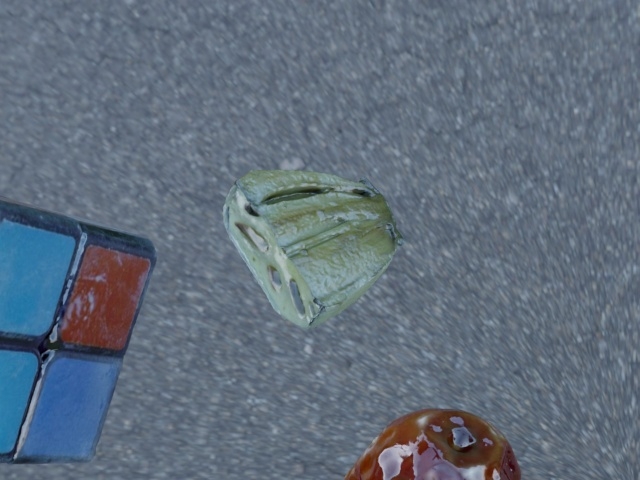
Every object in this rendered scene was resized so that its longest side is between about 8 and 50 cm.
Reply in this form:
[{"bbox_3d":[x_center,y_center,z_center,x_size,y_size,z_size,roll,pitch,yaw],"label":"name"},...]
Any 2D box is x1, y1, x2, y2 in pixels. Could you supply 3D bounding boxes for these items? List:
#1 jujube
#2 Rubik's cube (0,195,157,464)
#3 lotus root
[{"bbox_3d":[0.105,0.280,1.182,0.174,0.174,0.250,37,130,20],"label":"jujube"},{"bbox_3d":[-0.448,0.091,1.434,0.313,0.316,0.318,15,89,31],"label":"Rubik's cube"},{"bbox_3d":[-0.001,0.003,1.009,0.144,0.070,0.143,-16,69,-35],"label":"lotus root"}]
